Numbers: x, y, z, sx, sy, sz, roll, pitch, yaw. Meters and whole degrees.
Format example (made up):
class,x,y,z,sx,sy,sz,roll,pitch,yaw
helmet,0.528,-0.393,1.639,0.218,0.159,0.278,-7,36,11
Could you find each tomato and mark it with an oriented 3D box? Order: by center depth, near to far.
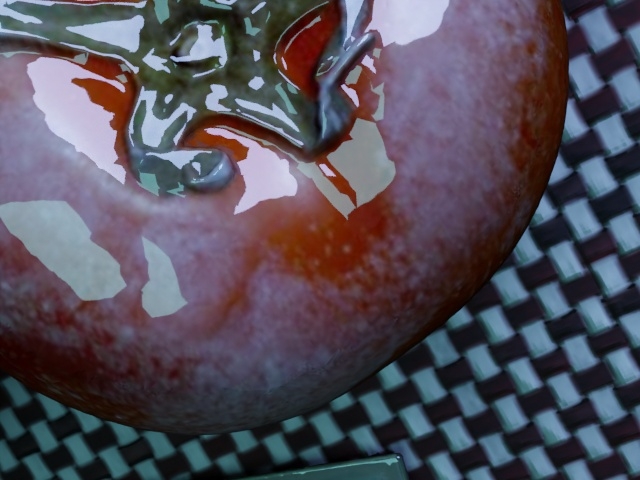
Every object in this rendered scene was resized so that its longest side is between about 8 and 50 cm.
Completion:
class,x,y,z,sx,sy,sz,roll,pitch,yaw
tomato,-0.046,-0.065,0.458,0.270,0.227,0.270,0,92,-4

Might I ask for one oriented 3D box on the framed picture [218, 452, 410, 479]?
class,x,y,z,sx,sy,sz,roll,pitch,yaw
framed picture,-0.020,0.256,0.668,0.216,0.016,0.273,-11,105,16
